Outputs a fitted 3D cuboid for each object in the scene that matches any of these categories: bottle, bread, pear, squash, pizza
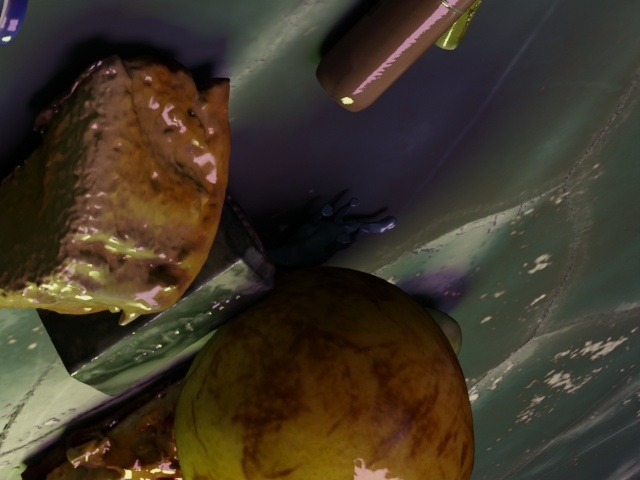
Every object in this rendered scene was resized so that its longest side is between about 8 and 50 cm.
[{"bbox_3d":[0.059,-0.158,1.062,0.140,0.053,0.053,-43,152,23],"label":"bottle"},{"bbox_3d":[-0.153,-0.007,1.007,0.251,0.133,0.174,-41,151,21],"label":"bread"},{"bbox_3d":[0.006,0.162,1.255,0.280,0.281,0.281,-25,154,-13],"label":"pear"},{"bbox_3d":[0.112,-0.186,1.099,0.027,0.027,0.083,-14,148,-33],"label":"squash"},{"bbox_3d":[-0.174,0.246,1.476,0.277,0.114,0.409,-2,138,-54],"label":"pizza"}]

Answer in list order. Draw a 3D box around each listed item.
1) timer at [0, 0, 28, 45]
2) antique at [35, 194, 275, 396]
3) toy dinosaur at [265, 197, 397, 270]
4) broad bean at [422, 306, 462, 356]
[{"bbox_3d":[-0.278,-0.034,0.743,0.270,0.270,0.384,0,125,-48],"label":"timer"},{"bbox_3d":[-0.131,0.038,1.166,0.183,0.086,0.088,-34,155,5],"label":"antique"},{"bbox_3d":[0.000,0.000,1.289,0.197,0.045,0.080,-17,162,-35],"label":"toy dinosaur"},{"bbox_3d":[0.058,0.143,1.562,0.228,0.100,0.169,-24,164,-43],"label":"broad bean"}]
